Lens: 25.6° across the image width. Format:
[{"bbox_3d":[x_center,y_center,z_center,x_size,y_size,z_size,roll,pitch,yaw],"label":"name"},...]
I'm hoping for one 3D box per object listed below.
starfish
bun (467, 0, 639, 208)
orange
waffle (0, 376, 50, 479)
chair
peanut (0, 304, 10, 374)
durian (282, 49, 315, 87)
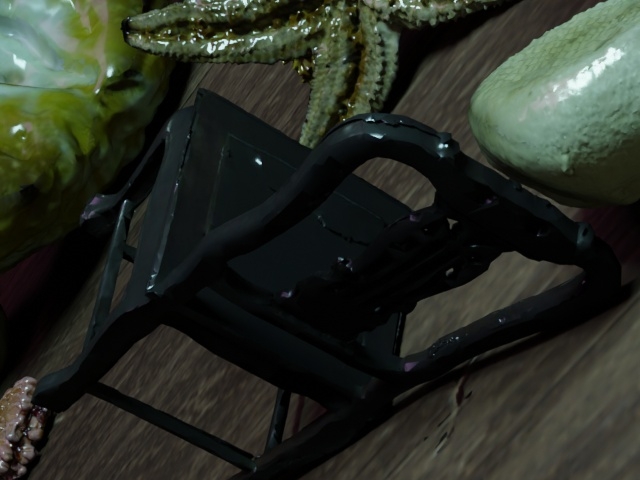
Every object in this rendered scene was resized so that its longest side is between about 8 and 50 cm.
[{"bbox_3d":[0.011,-0.116,0.624,0.238,0.213,0.057,5,22,28],"label":"starfish"},{"bbox_3d":[0.088,-0.039,0.405,0.086,0.055,0.086,-33,10,7],"label":"bun"},{"bbox_3d":[-0.251,-0.101,1.022,0.368,0.271,0.210,-54,-22,-28],"label":"orange"},{"bbox_3d":[-0.196,0.124,0.896,0.083,0.029,0.075,-36,31,53],"label":"waffle"},{"bbox_3d":[0.000,0.000,0.493,0.229,0.106,0.113,-38,32,43],"label":"chair"},{"bbox_3d":[-0.320,0.077,1.121,0.253,0.122,0.137,-26,48,62],"label":"peanut"},{"bbox_3d":[0.011,-0.190,0.723,0.182,0.165,0.132,-43,-17,-18],"label":"durian"}]
